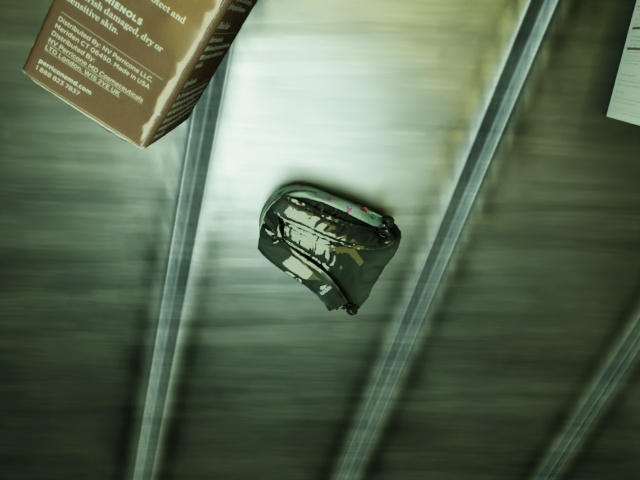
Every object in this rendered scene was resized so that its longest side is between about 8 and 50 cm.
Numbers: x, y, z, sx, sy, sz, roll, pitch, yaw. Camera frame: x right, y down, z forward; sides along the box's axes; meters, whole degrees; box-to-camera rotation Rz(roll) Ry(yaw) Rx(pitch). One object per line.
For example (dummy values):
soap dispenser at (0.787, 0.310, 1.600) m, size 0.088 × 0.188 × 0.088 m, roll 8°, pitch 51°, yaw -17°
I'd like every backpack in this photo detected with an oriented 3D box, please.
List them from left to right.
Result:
backpack at (0.000, 0.000, 0.656) m, size 0.182 × 0.115 × 0.151 m, roll 26°, pitch 99°, yaw -11°

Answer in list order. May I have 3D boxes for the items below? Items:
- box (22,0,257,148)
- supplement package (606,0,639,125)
box at (-0.124, -0.299, 0.480) m, size 0.143 × 0.191 × 0.381 m, roll 34°, pitch 108°, yaw -15°
supplement package at (0.462, -0.254, 0.543) m, size 0.139 × 0.133 × 0.243 m, roll 0°, pitch 114°, yaw -2°
